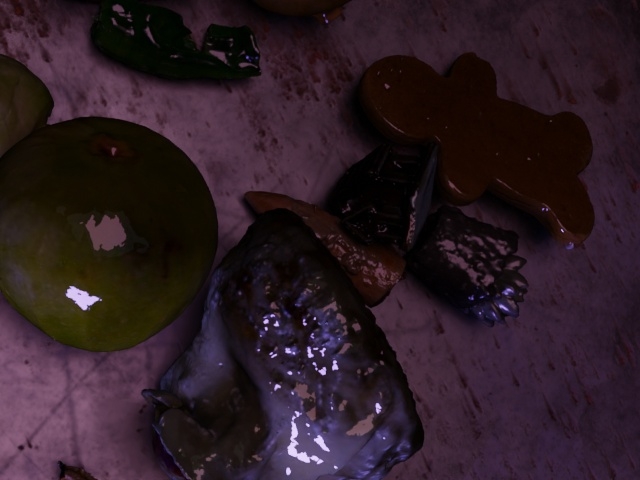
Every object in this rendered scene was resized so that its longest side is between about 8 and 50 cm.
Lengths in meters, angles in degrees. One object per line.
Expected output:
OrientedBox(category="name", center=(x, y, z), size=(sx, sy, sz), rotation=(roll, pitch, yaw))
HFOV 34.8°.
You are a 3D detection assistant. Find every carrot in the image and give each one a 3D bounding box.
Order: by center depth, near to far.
OrientedBox(category="carrot", center=(0.000, 0.000, 1.514), size=(0.263, 0.102, 0.102), rotation=(33, 72, -6))

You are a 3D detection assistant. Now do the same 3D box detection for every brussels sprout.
OrientedBox(category="brussels sprout", center=(-0.442, -0.160, 1.340), size=(0.145, 0.131, 0.183), rotation=(41, 64, -46))

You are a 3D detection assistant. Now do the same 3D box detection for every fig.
OrientedBox(category="fig", center=(-0.279, 0.011, 1.296), size=(0.316, 0.316, 0.316), rotation=(3, 81, -21))

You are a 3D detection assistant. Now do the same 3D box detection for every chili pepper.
OrientedBox(category="chili pepper", center=(-0.205, -0.284, 1.476), size=(0.253, 0.083, 0.099), rotation=(8, 81, -24))

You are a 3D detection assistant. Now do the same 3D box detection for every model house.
OrientedBox(category="model house", center=(0.084, -0.064, 1.495), size=(0.152, 0.106, 0.165), rotation=(8, 40, 19))

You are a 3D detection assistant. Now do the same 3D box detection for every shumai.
OrientedBox(category="shumai", center=(-0.075, 0.195, 1.356), size=(0.348, 0.395, 0.395), rotation=(-34, 95, -1))

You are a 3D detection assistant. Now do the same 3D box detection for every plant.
OrientedBox(category="plant", center=(0.235, 0.038, 1.568), size=(0.194, 0.129, 0.132), rotation=(34, 71, -10))

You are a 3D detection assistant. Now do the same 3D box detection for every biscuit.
OrientedBox(category="biscuit", center=(0.247, -0.164, 1.625), size=(0.432, 0.064, 0.283), rotation=(20, 59, -17))

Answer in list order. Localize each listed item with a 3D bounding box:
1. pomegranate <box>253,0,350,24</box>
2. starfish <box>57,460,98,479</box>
OrientedBox(category="pomegranate", center=(-0.024, -0.435, 1.494), size=(0.233, 0.233, 0.233), rotation=(3, 81, -21))
OrientedBox(category="starfish", center=(-0.339, 0.464, 1.298), size=(0.303, 0.113, 0.312), rotation=(41, 61, -14))
